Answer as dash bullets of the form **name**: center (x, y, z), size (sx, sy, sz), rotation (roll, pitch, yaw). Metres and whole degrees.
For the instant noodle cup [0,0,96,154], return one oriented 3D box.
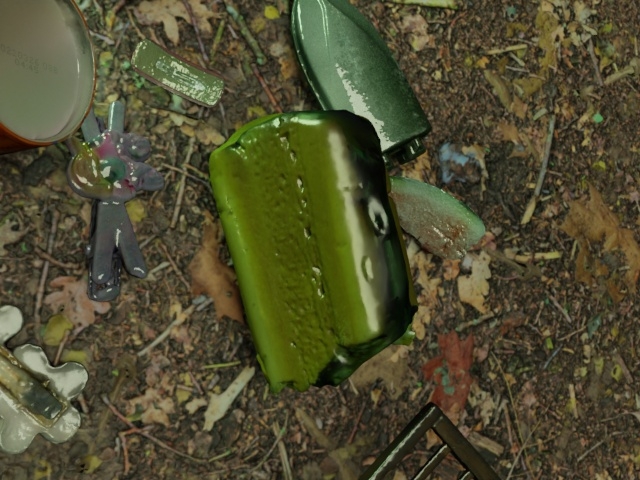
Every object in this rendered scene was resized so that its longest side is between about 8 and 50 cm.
- **instant noodle cup**: center (-0.395, -0.199, 0.887), size (0.250, 0.192, 0.250), rotation (1, 90, -65)

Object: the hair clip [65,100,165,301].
- **hair clip**: center (-0.275, -0.057, 1.047), size (0.137, 0.090, 0.278), rotation (-1, 88, -31)

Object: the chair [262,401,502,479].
- **chair**: center (0.017, 0.418, 1.070), size (0.416, 0.240, 0.203), rotation (-45, 103, -22)

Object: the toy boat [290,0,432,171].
- **toy boat**: center (0.047, -0.254, 1.192), size (0.141, 0.092, 0.319), rotation (-28, 90, -20)

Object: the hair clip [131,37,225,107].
- **hair clip**: center (-0.204, -0.239, 1.121), size (0.137, 0.022, 0.054), rotation (24, 79, -20)

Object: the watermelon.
- **watermelon**: center (0.170, -0.046, 1.242), size (0.180, 0.081, 0.094), rotation (45, 88, 2)

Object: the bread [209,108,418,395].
- **bread**: center (0.000, 0.000, 1.084), size (0.208, 0.251, 0.376), rotation (-21, 96, -65)

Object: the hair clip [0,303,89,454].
- **hair clip**: center (-0.409, 0.165, 0.993), size (0.257, 0.075, 0.146), rotation (44, 70, -8)
